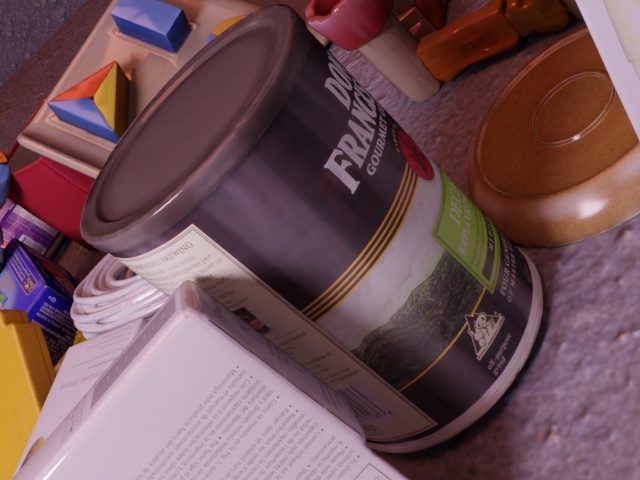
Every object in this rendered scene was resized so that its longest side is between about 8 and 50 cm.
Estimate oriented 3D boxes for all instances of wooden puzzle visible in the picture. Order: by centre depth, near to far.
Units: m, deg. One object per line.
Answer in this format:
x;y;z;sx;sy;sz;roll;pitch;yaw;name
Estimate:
-0.198;-0.220;1.161;0.322;0.080;0.347;23;69;16;wooden puzzle

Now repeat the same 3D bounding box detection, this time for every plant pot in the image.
0.212;-0.101;0.704;0.236;0.032;0.236;-34;34;28;plant pot

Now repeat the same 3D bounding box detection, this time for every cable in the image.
-0.153;0.029;0.953;0.257;0.089;0.257;-26;22;20;cable

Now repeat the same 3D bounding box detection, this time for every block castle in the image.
0.160;-0.398;0.919;0.303;0.213;0.453;-20;42;42;block castle

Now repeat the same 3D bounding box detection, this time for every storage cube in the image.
-0.351;-0.119;1.325;0.215;0.193;0.183;-13;47;48;storage cube

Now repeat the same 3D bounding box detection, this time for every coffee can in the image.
0.000;0.000;0.623;0.202;0.275;0.201;-35;31;24;coffee can

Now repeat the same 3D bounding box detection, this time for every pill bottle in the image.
-0.491;-0.041;1.514;0.108;0.108;0.193;7;63;56;pill bottle

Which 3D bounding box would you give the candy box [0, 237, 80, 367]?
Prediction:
-0.469;0.180;1.229;0.317;0.122;0.268;-53;31;-5;candy box

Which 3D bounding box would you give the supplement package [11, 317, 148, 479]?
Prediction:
-0.191;0.219;0.794;0.139;0.134;0.244;-24;40;40;supplement package

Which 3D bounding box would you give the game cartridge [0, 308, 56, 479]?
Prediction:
-0.389;0.270;0.959;0.324;0.053;0.285;-36;65;24;game cartridge

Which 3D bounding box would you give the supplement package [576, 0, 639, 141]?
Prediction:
0.246;-0.167;0.467;0.199;0.262;0.198;-20;42;26;supplement package

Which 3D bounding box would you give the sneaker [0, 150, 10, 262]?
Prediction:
-0.509;-0.025;1.239;0.083;0.087;0.221;12;97;50;sneaker

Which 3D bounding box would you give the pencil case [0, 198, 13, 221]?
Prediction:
-0.599;-0.086;1.541;0.124;0.284;0.124;-8;63;16;pencil case

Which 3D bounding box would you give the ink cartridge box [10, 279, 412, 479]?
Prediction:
-0.077;0.217;0.535;0.296;0.261;0.066;-48;17;4;ink cartridge box

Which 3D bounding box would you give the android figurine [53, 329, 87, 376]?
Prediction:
-0.287;0.200;1.028;0.248;0.056;0.272;-32;37;30;android figurine
